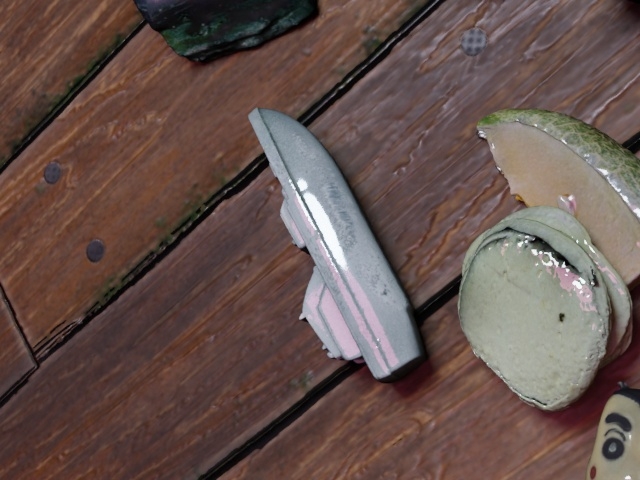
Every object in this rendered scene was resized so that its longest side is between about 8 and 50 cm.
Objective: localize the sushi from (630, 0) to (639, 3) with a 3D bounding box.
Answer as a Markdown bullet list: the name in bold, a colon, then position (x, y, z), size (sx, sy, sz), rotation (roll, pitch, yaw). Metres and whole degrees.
- **sushi**: position (0.256, -0.256, 0.664), size (0.204, 0.200, 0.213), rotation (-8, 81, 24)

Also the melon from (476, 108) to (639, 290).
- **melon**: position (0.193, -0.043, 0.772), size (0.098, 0.054, 0.182), rotation (-42, 67, 35)

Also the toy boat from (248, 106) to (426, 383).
- **toy boat**: position (0.000, 0.000, 0.845), size (0.085, 0.078, 0.261), rotation (-29, 75, 8)

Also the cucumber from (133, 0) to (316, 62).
- **cucumber**: position (-0.100, -0.230, 0.923), size (0.193, 0.085, 0.115), rotation (-8, 80, 21)

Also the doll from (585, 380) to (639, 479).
- **doll**: position (0.231, 0.185, 0.708), size (0.088, 0.102, 0.179), rotation (-6, 75, -16)

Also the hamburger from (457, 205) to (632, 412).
- **hamburger**: position (0.159, 0.048, 0.749), size (0.140, 0.062, 0.133), rotation (52, 131, 18)
